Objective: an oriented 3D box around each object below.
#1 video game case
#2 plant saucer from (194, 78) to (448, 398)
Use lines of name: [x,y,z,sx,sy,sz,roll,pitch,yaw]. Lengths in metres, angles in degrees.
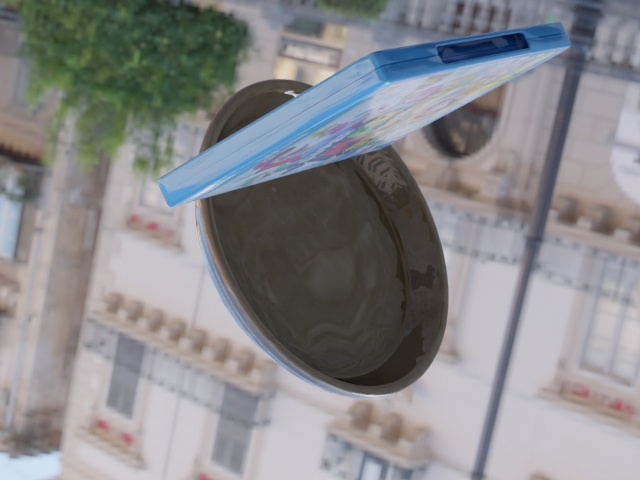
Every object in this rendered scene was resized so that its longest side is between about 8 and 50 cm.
video game case: [0.024,-0.056,0.584,0.119,0.015,0.166,-26,176,35]
plant saucer: [0.000,0.000,1.115,0.278,0.278,0.041,1,158,-47]
